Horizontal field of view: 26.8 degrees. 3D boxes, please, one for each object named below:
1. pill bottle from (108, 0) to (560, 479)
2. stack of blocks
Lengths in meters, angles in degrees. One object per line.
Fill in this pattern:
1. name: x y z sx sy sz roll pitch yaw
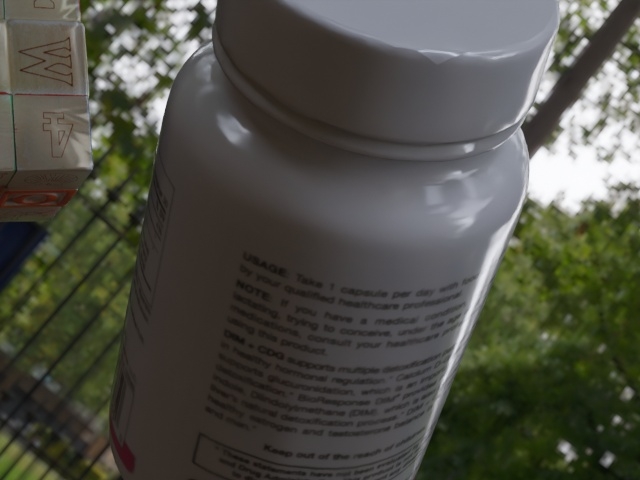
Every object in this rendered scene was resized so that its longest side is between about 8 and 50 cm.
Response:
1. pill bottle: 0.000 0.000 0.610 0.160 0.160 0.283 33 -49 21
2. stack of blocks: -0.206 -0.164 0.814 0.087 0.297 0.171 -2 -11 -21
